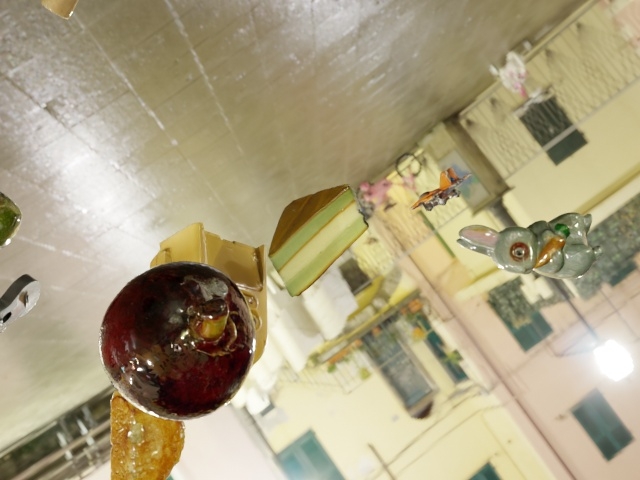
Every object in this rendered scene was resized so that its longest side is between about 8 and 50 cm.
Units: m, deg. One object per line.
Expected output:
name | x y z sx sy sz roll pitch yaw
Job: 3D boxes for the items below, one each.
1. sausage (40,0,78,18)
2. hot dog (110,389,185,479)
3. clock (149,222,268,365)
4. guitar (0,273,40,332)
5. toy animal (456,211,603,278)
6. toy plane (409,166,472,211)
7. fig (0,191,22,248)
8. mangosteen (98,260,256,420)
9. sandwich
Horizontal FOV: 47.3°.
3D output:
sausage | -0.397 -0.528 1.273 0.301 0.066 0.066 -54 170 13
hot dog | -0.396 0.454 1.693 0.153 0.256 0.150 -2 -174 -44
clock | -0.229 0.150 1.548 0.244 0.317 0.200 19 138 -40
guitar | -0.554 0.147 1.207 0.233 0.025 0.088 -50 172 -38
toy animal | 0.361 0.022 1.260 0.236 0.108 0.138 -11 144 -5
toy plane | 0.264 -0.098 1.655 0.135 0.062 0.188 -28 166 -38
fig | -0.737 -0.016 1.454 0.235 0.203 0.203 -57 -179 -20
mangosteen | -0.187 0.137 1.055 0.235 0.235 0.261 -31 -178 -37
sandwich | 0.000 0.000 1.358 0.144 0.117 0.187 -16 -150 19
